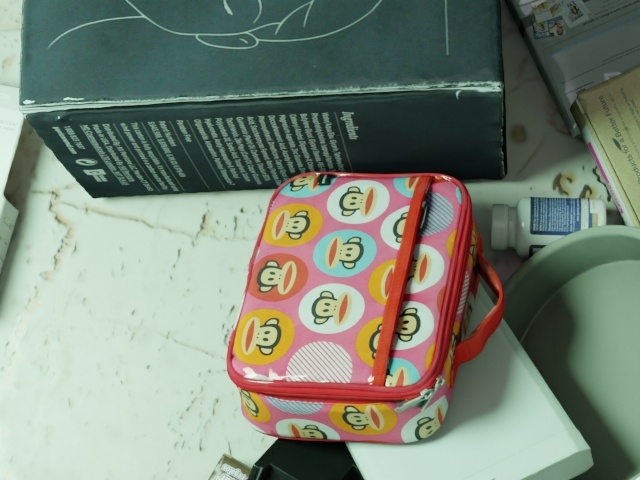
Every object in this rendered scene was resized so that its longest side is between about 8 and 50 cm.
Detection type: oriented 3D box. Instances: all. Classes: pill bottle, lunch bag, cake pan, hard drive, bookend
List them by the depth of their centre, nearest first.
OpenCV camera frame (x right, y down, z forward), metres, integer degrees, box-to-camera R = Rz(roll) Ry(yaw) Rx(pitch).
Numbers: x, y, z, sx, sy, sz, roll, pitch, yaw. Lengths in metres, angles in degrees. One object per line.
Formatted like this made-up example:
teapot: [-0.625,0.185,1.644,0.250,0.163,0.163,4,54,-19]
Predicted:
cake pan: [0.277,0.129,1.670,0.293,0.054,0.293,-21,56,36]
lunch bag: [0.055,0.065,1.679,0.258,0.120,0.293,2,51,15]
hard drive: [0.113,0.153,1.682,0.203,0.040,0.307,-25,46,-5]
bookend: [0.022,0.251,1.682,0.157,0.156,0.072,29,123,12]
pill bottle: [0.243,-0.013,1.776,0.120,0.067,0.067,2,76,7]

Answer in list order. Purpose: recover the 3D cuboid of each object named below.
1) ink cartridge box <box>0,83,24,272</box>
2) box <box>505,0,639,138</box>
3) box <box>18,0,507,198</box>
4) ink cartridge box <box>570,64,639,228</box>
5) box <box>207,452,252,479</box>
ink cartridge box: [-0.485,-0.065,1.871,0.296,0.066,0.261,12,77,9]
box: [0.305,-0.226,1.840,0.145,0.038,0.186,-24,73,0]
box: [-0.047,-0.318,1.767,0.472,0.297,0.480,-3,73,7]
ink cartridge box: [0.398,-0.082,1.748,0.193,0.088,0.234,-24,85,1]
box: [-0.023,0.377,1.707,0.293,0.057,0.201,28,80,12]
